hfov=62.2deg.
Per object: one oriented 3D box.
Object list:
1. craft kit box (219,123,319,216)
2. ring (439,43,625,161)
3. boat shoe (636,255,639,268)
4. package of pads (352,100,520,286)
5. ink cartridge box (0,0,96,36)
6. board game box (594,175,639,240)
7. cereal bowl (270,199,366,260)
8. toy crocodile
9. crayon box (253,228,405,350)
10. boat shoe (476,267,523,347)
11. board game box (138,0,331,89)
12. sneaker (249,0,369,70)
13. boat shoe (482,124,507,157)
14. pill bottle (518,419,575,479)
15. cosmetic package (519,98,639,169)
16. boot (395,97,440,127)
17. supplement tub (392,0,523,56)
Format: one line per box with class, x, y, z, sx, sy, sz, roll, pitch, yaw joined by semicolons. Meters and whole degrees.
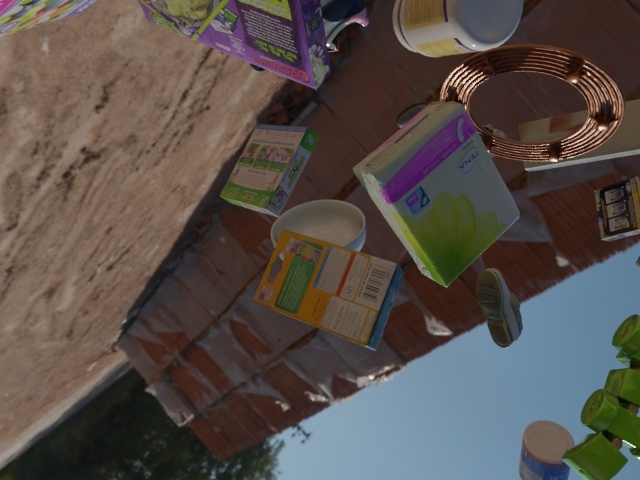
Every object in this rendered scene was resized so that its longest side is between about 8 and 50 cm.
craft kit box;-0.147;-0.201;1.470;0.250;0.061;0.247;18;-104;49
ring;0.396;-0.244;1.025;0.032;0.336;0.336;-69;-168;-20
boat shoe;1.005;-0.021;1.404;0.132;0.130;0.355;-34;156;-36
package of pads;0.235;-0.094;1.029;0.229;0.296;0.101;-41;-156;-10
ink cartridge box;-0.266;-0.282;0.540;0.185;0.065;0.311;-21;-153;25
board game box;0.942;-0.097;1.657;0.048;0.170;0.141;11;162;-30
cereal bowl;0.000;0.000;1.889;0.338;0.141;0.339;-8;-146;5
toy crocodile;0.504;0.233;0.853;0.341;0.115;0.105;-58;171;-11
crayon box;0.018;0.114;1.299;0.203;0.322;0.083;-68;153;-9
boat shoe;0.637;0.224;1.874;0.103;0.302;0.113;-26;-159;-26
board game box;-0.149;-0.355;0.746;0.056;0.346;0.208;-52;157;-24
sneaker;-0.030;-0.477;1.262;0.319;0.131;0.112;-27;-147;33
boat shoe;0.553;-0.342;1.772;0.096;0.088;0.267;-11;-161;36
pill bottle;0.589;0.589;1.396;0.124;0.222;0.124;-7;-145;5
cosmetic package;0.694;-0.271;1.403;0.296;0.129;0.153;-7;180;27
boot;0.414;-0.431;1.942;0.246;0.161;0.083;-18;150;-4
supplement tub;0.378;-0.656;1.516;0.241;0.241;0.331;-41;-154;-9
